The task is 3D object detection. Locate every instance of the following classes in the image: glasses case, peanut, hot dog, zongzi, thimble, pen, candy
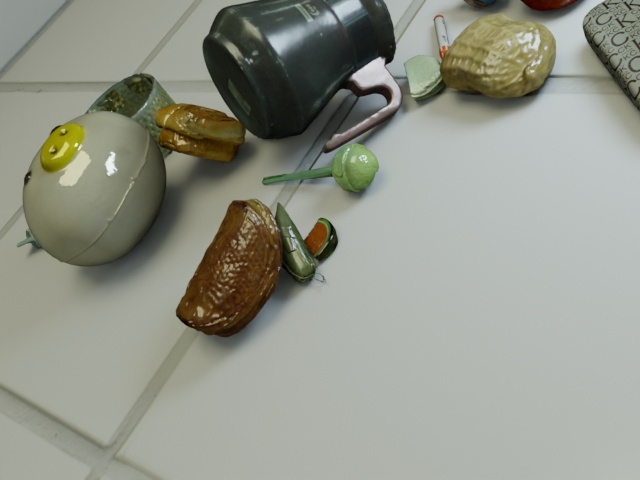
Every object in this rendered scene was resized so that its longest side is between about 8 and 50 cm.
[{"bbox_3d":[0.575,-0.331,1.373,0.137,0.085,0.354,-27,41,15],"label":"glasses case"},{"bbox_3d":[0.355,-0.363,1.554,0.197,0.110,0.233,-45,38,-9],"label":"peanut"},{"bbox_3d":[-0.167,0.053,1.502,0.196,0.122,0.272,17,79,56],"label":"hot dog"},{"bbox_3d":[-0.044,0.012,1.478,0.062,0.130,0.154,-16,34,-22],"label":"zongzi"},{"bbox_3d":[-0.514,-0.318,2.139,0.271,0.150,0.270,-21,42,20],"label":"thimble"},{"bbox_3d":[0.273,-0.445,1.739,0.028,0.028,0.239,-22,34,19],"label":"pen"},{"bbox_3d":[-0.013,-0.141,1.658,0.335,0.093,0.092,-5,31,46],"label":"candy"}]

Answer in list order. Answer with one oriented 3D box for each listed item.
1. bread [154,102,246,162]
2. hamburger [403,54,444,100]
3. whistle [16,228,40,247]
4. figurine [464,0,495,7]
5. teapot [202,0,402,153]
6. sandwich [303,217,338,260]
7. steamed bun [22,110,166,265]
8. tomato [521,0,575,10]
[{"bbox_3d":[-0.290,-0.263,1.883,0.236,0.198,0.120,24,104,56],"label":"bread"},{"bbox_3d":[0.230,-0.352,1.687,0.084,0.054,0.121,-17,45,16],"label":"hamburger"},{"bbox_3d":[-0.672,-0.050,2.069,0.312,0.062,0.062,-24,41,17],"label":"whistle"},{"bbox_3d":[0.369,-0.592,1.787,0.144,0.114,0.178,-32,20,44],"label":"figurine"},{"bbox_3d":[-0.016,-0.379,1.661,0.362,0.376,0.305,-35,-2,-15],"label":"teapot"},{"bbox_3d":[0.002,-0.004,1.539,0.069,0.026,0.101,-41,36,2],"label":"sandwich"},{"bbox_3d":[-0.526,-0.121,1.831,0.334,0.334,0.374,-5,52,34],"label":"steamed bun"},{"bbox_3d":[0.474,-0.550,1.663,0.189,0.099,0.173,24,44,6],"label":"tomato"}]
